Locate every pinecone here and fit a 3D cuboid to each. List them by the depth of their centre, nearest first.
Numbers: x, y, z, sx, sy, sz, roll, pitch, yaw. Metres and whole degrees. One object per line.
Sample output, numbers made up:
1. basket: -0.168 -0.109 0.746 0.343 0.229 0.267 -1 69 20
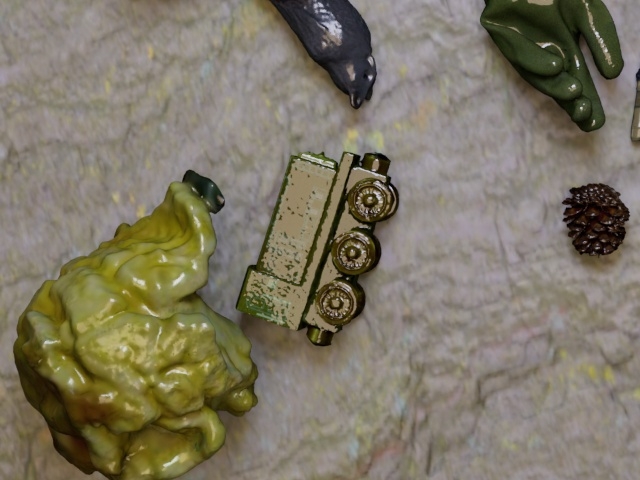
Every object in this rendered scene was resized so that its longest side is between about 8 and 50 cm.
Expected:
1. pinecone: 0.300 -0.023 1.419 0.077 0.077 0.083 9 102 5

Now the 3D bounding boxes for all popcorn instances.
1. popcorn: -0.191 0.121 1.373 0.237 0.293 0.293 -33 88 -38

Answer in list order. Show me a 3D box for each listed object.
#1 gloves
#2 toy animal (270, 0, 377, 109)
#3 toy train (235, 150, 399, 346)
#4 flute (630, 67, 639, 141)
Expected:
1. gloves: 0.244 -0.237 1.401 0.135 0.107 0.268 -17 73 -2
2. toy animal: -0.011 -0.241 1.433 0.117 0.121 0.210 -12 97 23
3. toy train: 0.000 0.000 1.440 0.137 0.090 0.225 18 93 8
4. flute: 0.365 -0.224 1.428 0.027 0.027 0.233 7 93 5
